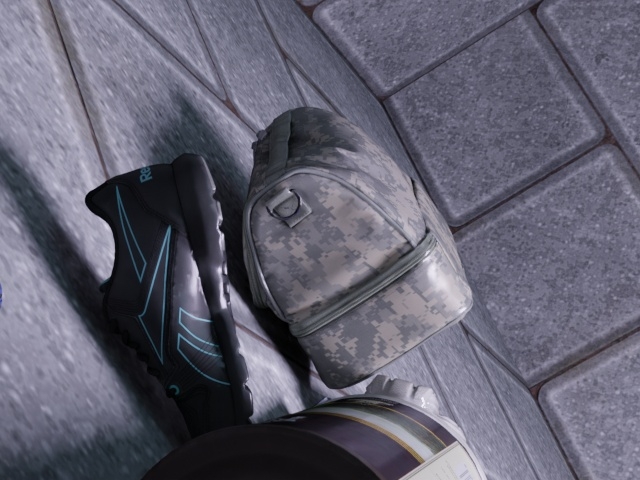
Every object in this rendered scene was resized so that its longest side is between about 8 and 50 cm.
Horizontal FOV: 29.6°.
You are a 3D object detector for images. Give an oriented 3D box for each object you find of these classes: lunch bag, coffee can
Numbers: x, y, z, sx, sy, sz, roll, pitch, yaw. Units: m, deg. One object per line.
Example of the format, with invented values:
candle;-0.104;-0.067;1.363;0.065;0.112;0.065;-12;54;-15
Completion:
lunch bag;0.019;-0.013;1.412;0.256;0.212;0.305;56;11;-16
coffee can;0.002;0.213;0.814;0.201;0.201;0.275;61;12;11

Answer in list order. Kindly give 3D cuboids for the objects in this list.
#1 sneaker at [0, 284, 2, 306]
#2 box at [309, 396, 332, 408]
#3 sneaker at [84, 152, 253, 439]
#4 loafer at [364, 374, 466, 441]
sneaker;-0.207;0.085;0.623;0.221;0.083;0.087;-88;159;-60
box;0.039;0.231;1.128;0.175;0.051;0.220;36;9;10
sneaker;-0.117;0.068;0.972;0.101;0.106;0.267;153;-74;-80
loafer;0.100;0.244;1.409;0.319;0.112;0.111;52;54;-64
